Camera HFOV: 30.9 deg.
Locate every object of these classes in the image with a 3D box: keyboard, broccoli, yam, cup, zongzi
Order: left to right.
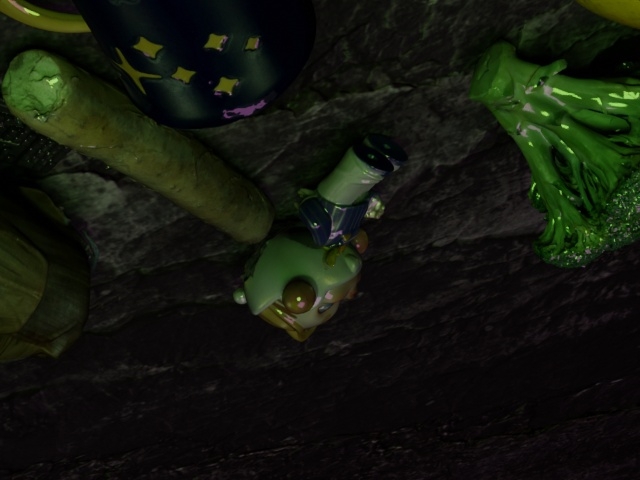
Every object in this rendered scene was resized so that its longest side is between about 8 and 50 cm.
[{"bbox_3d":[-0.331,-0.112,1.075,0.230,0.025,0.094,15,137,-43],"label":"keyboard"},{"bbox_3d":[-0.297,-0.010,1.012,0.432,0.207,0.403,-22,154,38],"label":"zongzi"},{"bbox_3d":[-0.157,-0.212,0.874,0.255,0.178,0.256,-23,146,4],"label":"cup"},{"bbox_3d":[-0.164,-0.085,1.156,0.083,0.083,0.371,-31,149,18],"label":"yam"},{"bbox_3d":[0.285,-0.120,1.236,0.269,0.254,0.269,1,124,2],"label":"broccoli"}]

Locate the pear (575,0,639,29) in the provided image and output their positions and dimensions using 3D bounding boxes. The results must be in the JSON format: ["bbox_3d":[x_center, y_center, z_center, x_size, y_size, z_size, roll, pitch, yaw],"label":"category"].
[{"bbox_3d":[0.300,-0.300,0.864,0.285,0.284,0.336,8,179,-37],"label":"pear"}]

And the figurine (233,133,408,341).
[{"bbox_3d":[-0.003,0.002,1.328,0.194,0.133,0.274,-51,171,-36],"label":"figurine"}]
